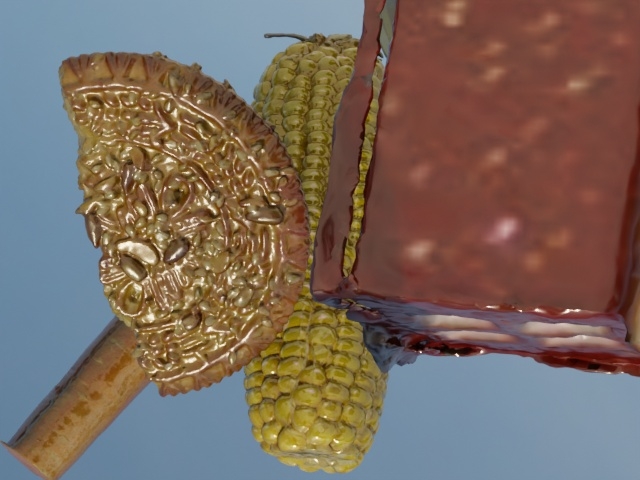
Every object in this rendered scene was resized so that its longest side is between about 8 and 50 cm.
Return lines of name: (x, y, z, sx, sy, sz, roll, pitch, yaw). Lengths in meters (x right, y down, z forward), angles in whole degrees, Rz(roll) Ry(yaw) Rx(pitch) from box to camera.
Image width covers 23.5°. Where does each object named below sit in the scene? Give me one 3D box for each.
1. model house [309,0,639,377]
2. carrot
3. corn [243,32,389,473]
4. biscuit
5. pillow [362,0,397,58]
model house: (0.142, -0.034, 0.616, 0.254, 0.196, 0.160, 5, 168, 24)
carrot: (-0.176, 0.109, 1.320, 0.067, 0.067, 0.225, 39, -107, 10)
corn: (0.000, 0.000, 0.979, 0.106, 0.106, 0.305, 18, -126, -23)
biscuit: (-0.070, -0.013, 0.850, 0.126, 0.206, 0.025, -12, -161, 9)
pillow: (0.130, -0.099, 0.838, 0.052, 0.212, 0.208, 13, -128, -49)
